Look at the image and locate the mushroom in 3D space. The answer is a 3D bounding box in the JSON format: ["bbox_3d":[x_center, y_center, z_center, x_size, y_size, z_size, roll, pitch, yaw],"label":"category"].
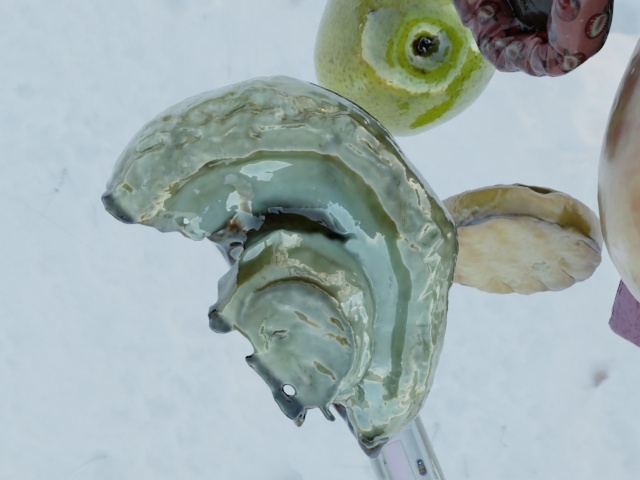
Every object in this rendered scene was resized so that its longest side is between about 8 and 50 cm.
[{"bbox_3d":[0.002,0.002,0.582,0.164,0.189,0.267,-41,91,6],"label":"mushroom"}]

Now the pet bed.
[{"bbox_3d":[0.139,-0.208,0.602,0.053,0.201,0.201,-26,89,-9],"label":"pet bed"}]

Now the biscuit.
[{"bbox_3d":[0.304,-0.002,1.359,0.296,0.296,0.102,11,63,-8],"label":"biscuit"}]

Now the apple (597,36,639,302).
[{"bbox_3d":[0.405,-0.062,0.617,0.392,0.346,0.391,0,92,12],"label":"apple"}]

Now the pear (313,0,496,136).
[{"bbox_3d":[0.128,-0.289,1.227,0.294,0.294,0.294,1,84,-9],"label":"pear"}]

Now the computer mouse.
[{"bbox_3d":[0.129,0.338,1.296,0.102,0.045,0.199,-20,70,-5],"label":"computer mouse"}]

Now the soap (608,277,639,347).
[{"bbox_3d":[0.558,0.001,1.143,0.128,0.233,0.359,6,104,-27],"label":"soap"}]
